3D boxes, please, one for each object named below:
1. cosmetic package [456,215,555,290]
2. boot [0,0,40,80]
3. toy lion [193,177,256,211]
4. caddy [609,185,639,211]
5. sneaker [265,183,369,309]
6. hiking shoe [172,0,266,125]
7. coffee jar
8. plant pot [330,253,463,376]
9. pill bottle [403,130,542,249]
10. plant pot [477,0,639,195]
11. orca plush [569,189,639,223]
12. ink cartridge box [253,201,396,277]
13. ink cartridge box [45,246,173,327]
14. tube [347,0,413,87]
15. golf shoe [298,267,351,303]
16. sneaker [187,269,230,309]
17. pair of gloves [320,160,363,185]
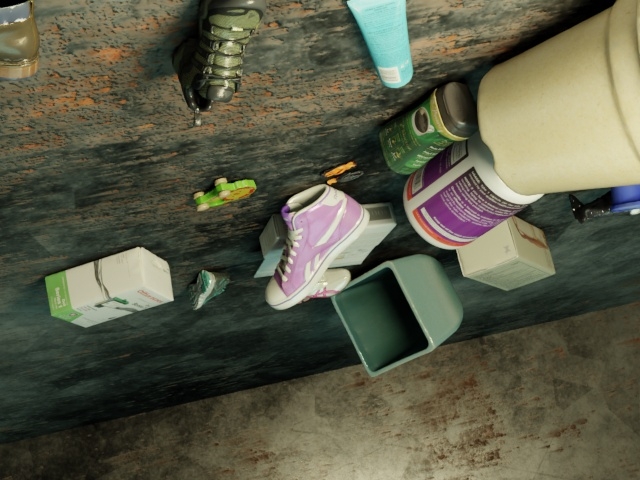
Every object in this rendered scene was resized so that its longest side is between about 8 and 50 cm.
[{"bbox_3d":[0.466,0.030,2.482,0.153,0.129,0.296,-21,161,25],"label":"cosmetic package"},{"bbox_3d":[-0.435,-0.251,1.136,0.219,0.082,0.106,0,136,-24],"label":"boot"},{"bbox_3d":[-0.173,-0.088,1.837,0.100,0.034,0.096,-27,165,36],"label":"toy lion"},{"bbox_3d":[0.741,-0.122,2.044,0.241,0.179,0.341,-12,177,41],"label":"caddy"},{"bbox_3d":[-0.051,0.003,1.974,0.161,0.102,0.282,32,103,-37],"label":"sneaker"},{"bbox_3d":[-0.122,-0.241,1.284,0.086,0.114,0.227,-4,159,-28],"label":"hiking shoe"},{"bbox_3d":[0.187,-0.192,1.681,0.079,0.096,0.184,5,155,-41],"label":"coffee jar"},{"bbox_3d":[0.230,0.172,2.576,0.252,0.248,0.247,-21,172,-46],"label":"plant pot"},{"bbox_3d":[0.308,-0.119,1.845,0.181,0.181,0.323,-2,159,-32],"label":"pill bottle"},{"bbox_3d":[0.426,-0.207,1.527,0.305,0.334,0.334,-14,165,38],"label":"plant pot"},{"bbox_3d":[0.738,-0.128,2.340,0.287,0.102,0.151,-6,-152,8],"label":"orca plush"},{"bbox_3d":[0.000,0.000,2.167,0.275,0.060,0.239,-7,161,-20],"label":"ink cartridge box"},{"bbox_3d":[-0.444,0.102,2.091,0.219,0.093,0.160,-17,162,11],"label":"ink cartridge box"},{"bbox_3d":[0.094,-0.292,1.406,0.080,0.052,0.207,-20,156,4],"label":"tube"},{"bbox_3d":[-0.014,0.112,2.471,0.186,0.067,0.086,-19,160,15],"label":"golf shoe"},{"bbox_3d":[-0.261,0.117,2.322,0.076,0.065,0.166,-8,163,-29],"label":"sneaker"},{"bbox_3d":[0.041,-0.128,1.899,0.074,0.010,0.083,-18,162,13],"label":"pair of gloves"}]
